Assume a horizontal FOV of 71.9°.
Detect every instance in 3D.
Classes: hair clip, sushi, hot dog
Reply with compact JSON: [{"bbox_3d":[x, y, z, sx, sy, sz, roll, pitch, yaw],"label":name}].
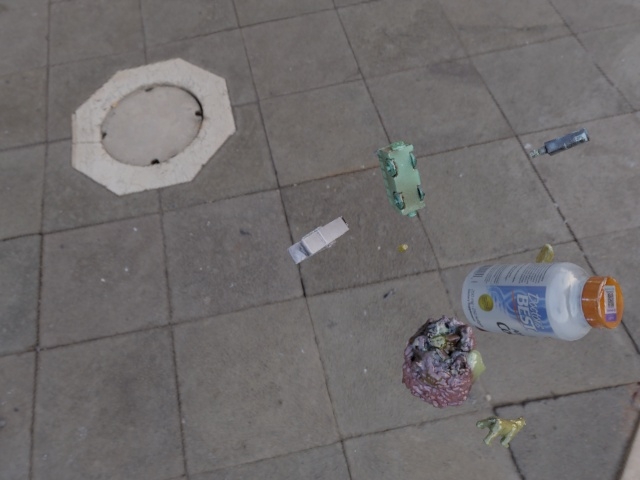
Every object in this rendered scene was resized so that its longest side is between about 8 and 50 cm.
[{"bbox_3d":[-0.003,-0.004,1.598,0.101,0.331,0.085,-32,87,30],"label":"hair clip"},{"bbox_3d":[0.380,0.359,1.346,0.236,0.171,0.270,12,38,33],"label":"sushi"},{"bbox_3d":[0.633,0.051,1.242,0.034,0.090,0.030,3,32,-16],"label":"hot dog"}]

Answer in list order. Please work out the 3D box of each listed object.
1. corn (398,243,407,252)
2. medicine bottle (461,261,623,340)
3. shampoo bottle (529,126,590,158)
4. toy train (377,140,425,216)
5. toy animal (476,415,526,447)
[{"bbox_3d":[0.309,0.029,1.649,0.028,0.083,0.027,-4,83,-3],"label":"corn"},{"bbox_3d":[0.457,0.125,0.929,0.157,0.289,0.157,3,84,-33],"label":"medicine bottle"},{"bbox_3d":[0.914,-0.367,1.696,0.208,0.063,0.057,-21,85,39],"label":"shampoo bottle"},{"bbox_3d":[0.335,-0.253,1.828,0.129,0.326,0.159,-23,27,-7],"label":"toy train"},{"bbox_3d":[0.671,0.687,1.621,0.101,0.219,0.103,-59,32,17],"label":"toy animal"}]
